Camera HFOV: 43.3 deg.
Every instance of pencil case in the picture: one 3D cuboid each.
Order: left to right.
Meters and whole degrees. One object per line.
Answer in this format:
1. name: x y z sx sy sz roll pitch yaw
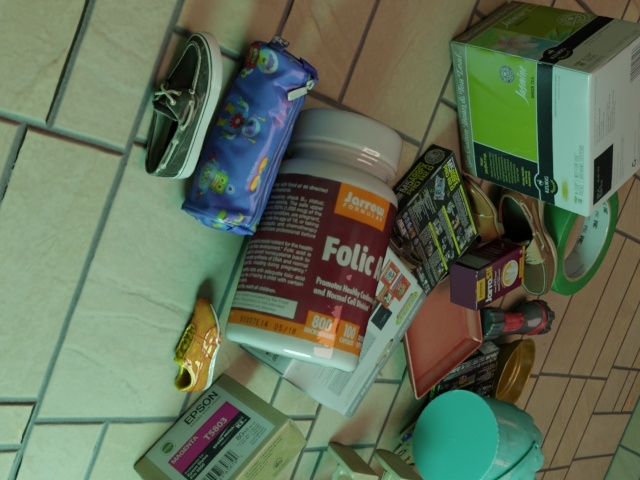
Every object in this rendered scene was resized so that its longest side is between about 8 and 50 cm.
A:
1. pencil case: -0.102 -0.155 1.241 0.119 0.133 0.306 19 96 -51

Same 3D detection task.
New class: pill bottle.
1. pill bottle: 0.000 0.000 1.322 0.224 0.224 0.392 26 75 -51

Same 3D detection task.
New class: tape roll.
1. tape roll: 0.673 -0.015 2.131 0.321 0.077 0.321 -25 127 -38

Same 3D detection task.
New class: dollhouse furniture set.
1. dollhouse furniture set: 0.106 0.660 1.887 0.394 0.256 0.362 16 97 -29

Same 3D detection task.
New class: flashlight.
1. flashlight: 0.506 0.207 2.128 0.304 0.103 0.103 5 80 -48

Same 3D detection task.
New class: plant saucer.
1. plant saucer: 0.277 0.200 1.895 0.258 0.048 0.259 -33 126 -33

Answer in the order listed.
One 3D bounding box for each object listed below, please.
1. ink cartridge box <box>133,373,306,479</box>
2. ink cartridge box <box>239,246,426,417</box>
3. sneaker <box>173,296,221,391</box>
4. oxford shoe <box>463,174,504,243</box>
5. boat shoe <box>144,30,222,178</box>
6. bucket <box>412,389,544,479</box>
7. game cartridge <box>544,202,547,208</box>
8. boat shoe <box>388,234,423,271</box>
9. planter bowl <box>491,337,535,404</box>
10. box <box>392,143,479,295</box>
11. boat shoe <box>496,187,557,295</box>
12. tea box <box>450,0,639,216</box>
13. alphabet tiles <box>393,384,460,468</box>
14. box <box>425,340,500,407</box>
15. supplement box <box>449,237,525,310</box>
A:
1. ink cartridge box: -0.173 0.371 1.389 0.234 0.193 0.088 -46 135 -22
2. ink cartridge box: 0.038 0.153 1.557 0.309 0.130 0.272 -56 140 -10
3. sneaker: -0.209 0.180 1.355 0.067 0.064 0.175 -2 109 -37
4. oxford shoe: 0.360 -0.064 1.850 0.076 0.076 0.212 -32 132 1
5. boat shoe: -0.200 -0.193 1.157 0.070 0.078 0.219 -2 113 -48
6. bucket: 0.367 0.495 1.921 0.183 0.281 0.281 28 88 -40
7. game cartridge: 0.587 -0.020 2.134 0.198 0.062 0.297 21 94 -46
8. boat shoe: 0.158 0.013 1.600 0.049 0.056 0.152 -30 142 11
9. planter bowl: 0.491 0.350 2.185 0.217 0.090 0.217 -30 131 -42
10. box: 0.232 -0.035 1.729 0.216 0.060 0.270 -49 138 -19
11. boat shoe: 0.489 0.000 1.959 0.116 0.123 0.324 -40 118 -42
12. tea box: 0.467 -0.277 1.652 0.220 0.323 0.329 -38 135 -28
13. alphabet tiles: 0.291 0.485 2.049 0.237 0.009 0.198 -42 136 1
14. box: 0.359 0.360 2.041 0.191 0.045 0.184 -17 130 -25
15. supplement box: 0.387 0.076 1.868 0.188 0.081 0.104 -23 119 -38
